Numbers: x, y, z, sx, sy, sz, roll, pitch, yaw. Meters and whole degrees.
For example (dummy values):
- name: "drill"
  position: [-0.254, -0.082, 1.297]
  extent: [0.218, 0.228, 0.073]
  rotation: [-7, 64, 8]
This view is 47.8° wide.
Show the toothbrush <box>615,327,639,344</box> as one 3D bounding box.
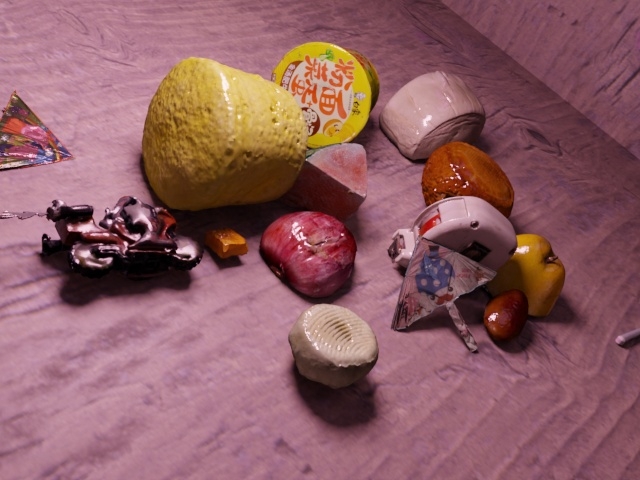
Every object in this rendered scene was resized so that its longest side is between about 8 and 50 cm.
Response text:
- name: "toothbrush"
  position: [0.974, 0.263, 2.165]
  extent: [0.342, 0.025, 0.030]
  rotation: [-12, 48, -42]

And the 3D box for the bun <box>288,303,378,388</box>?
- name: "bun"
  position: [0.020, 0.225, 1.482]
  extent: [0.195, 0.118, 0.195]
  rotation: [21, 32, -14]

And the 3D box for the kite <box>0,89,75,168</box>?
- name: "kite"
  position: [-0.660, -0.228, 1.608]
  extent: [0.233, 0.016, 0.321]
  rotation: [17, 40, -18]

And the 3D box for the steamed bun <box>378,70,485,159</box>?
- name: "steamed bun"
  position: [0.392, -0.415, 2.356]
  extent: [0.383, 0.236, 0.247]
  rotation: [-14, 57, -43]

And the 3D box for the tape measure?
- name: "tape measure"
  position: [0.349, 0.011, 1.851]
  extent: [0.258, 0.265, 0.130]
  rotation: [24, 41, -21]

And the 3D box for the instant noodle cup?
- name: "instant noodle cup"
  position: [0.030, -0.436, 2.113]
  extent: [0.311, 0.311, 0.221]
  rotation: [36, 27, 6]

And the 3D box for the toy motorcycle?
- name: "toy motorcycle"
  position: [-0.434, -0.012, 1.426]
  extent: [0.401, 0.134, 0.207]
  rotation: [-6, 50, -40]

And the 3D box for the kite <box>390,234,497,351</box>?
- name: "kite"
  position: [0.299, 0.132, 1.756]
  extent: [0.335, 0.011, 0.314]
  rotation: [-26, 92, -22]

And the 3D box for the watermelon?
- name: "watermelon"
  position: [0.002, -0.136, 1.847]
  extent: [0.261, 0.213, 0.201]
  rotation: [-14, 72, -36]

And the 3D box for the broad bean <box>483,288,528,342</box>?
- name: "broad bean"
  position: [0.477, 0.193, 1.856]
  extent: [0.114, 0.084, 0.165]
  rotation: [42, 49, 15]

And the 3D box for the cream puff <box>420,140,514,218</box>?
- name: "cream puff"
  position: [0.416, -0.139, 2.089]
  extent: [0.303, 0.212, 0.303]
  rotation: [28, 35, -22]

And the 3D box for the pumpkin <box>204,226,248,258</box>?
- name: "pumpkin"
  position: [-0.210, 0.010, 1.619]
  extent: [0.074, 0.054, 0.083]
  rotation: [-6, 29, -42]

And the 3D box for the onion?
- name: "onion"
  position: [0.000, 0.000, 1.721]
  extent: [0.227, 0.120, 0.283]
  rotation: [44, 39, 8]

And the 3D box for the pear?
- name: "pear"
  position: [0.573, 0.067, 1.994]
  extent: [0.266, 0.178, 0.267]
  rotation: [21, 34, -15]

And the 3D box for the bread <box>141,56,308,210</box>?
- name: "bread"
  position: [-0.215, -0.233, 1.662]
  extent: [0.307, 0.348, 0.348]
  rotation: [2, 46, -40]
